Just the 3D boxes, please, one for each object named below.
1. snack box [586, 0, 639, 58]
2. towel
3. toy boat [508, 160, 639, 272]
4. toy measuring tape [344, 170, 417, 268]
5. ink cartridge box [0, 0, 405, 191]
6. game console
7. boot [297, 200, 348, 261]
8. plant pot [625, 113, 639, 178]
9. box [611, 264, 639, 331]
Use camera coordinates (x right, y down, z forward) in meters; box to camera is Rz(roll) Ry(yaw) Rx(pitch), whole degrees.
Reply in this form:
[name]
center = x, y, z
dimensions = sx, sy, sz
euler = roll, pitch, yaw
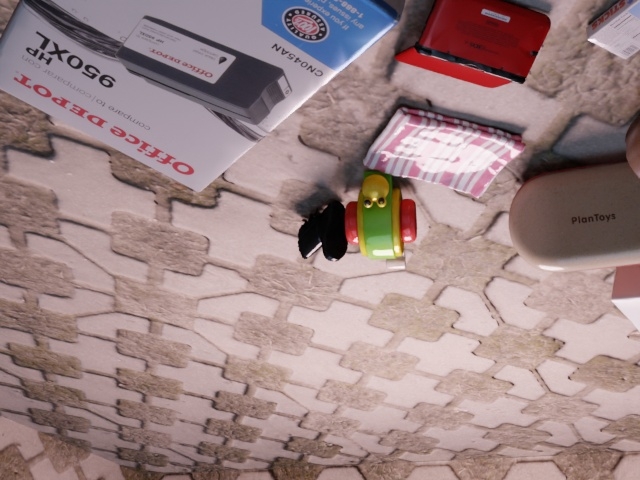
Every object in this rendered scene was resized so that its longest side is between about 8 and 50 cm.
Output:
[snack box]
center = 0.381, -0.267, 0.940
dimensions = 0.064, 0.022, 0.178
euler = 19, 148, -23
[towel]
center = 0.175, -0.124, 1.226
dimensions = 0.196, 0.029, 0.144
euler = 12, 150, -13
[toy boat]
center = 0.401, -0.033, 1.278
dimensions = 0.231, 0.151, 0.151
euler = -7, 179, 20
[toy measuring tape]
center = 0.105, 0.004, 1.383
dimensions = 0.121, 0.122, 0.330
euler = -1, 151, 10
[ink cartridge box]
center = -0.135, -0.246, 0.876
dimensions = 0.285, 0.166, 0.395
euler = 29, 145, -23
[game console]
center = 0.180, -0.242, 1.025
dimensions = 0.143, 0.085, 0.124
euler = 13, 120, -16
[boot]
center = 0.000, 0.000, 1.391
dimensions = 0.045, 0.121, 0.099
euler = 24, 140, -27
[plant pot]
center = 0.465, -0.142, 1.033
dimensions = 0.166, 0.167, 0.165
euler = 7, 160, -5
[box]
center = 0.645, 0.056, 1.249
dimensions = 0.345, 0.168, 0.215
euler = -12, 138, 47
